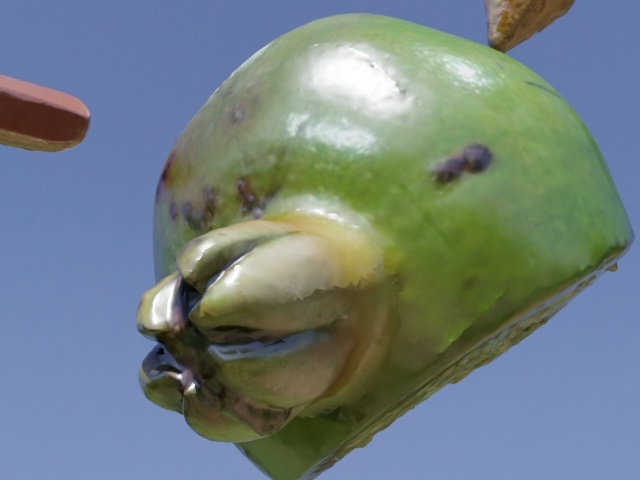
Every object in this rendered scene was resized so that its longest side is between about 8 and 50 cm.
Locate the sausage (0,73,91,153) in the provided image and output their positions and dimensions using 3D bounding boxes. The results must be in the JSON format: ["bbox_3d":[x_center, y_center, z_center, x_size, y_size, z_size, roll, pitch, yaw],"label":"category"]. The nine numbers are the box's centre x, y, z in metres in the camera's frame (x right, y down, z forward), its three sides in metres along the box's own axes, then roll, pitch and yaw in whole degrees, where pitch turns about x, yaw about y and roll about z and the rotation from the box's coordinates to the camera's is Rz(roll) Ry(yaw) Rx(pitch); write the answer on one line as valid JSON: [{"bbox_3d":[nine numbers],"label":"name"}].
[{"bbox_3d":[-0.173,-0.068,0.850,0.147,0.035,0.030,13,-6,-31],"label":"sausage"}]

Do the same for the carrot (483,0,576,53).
[{"bbox_3d":[0.176,-0.219,1.298,0.102,0.263,0.102,25,-32,16],"label":"carrot"}]

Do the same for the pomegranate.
[{"bbox_3d":[-0.003,0.004,0.749,0.241,0.159,0.190,-33,-7,-31],"label":"pomegranate"}]
